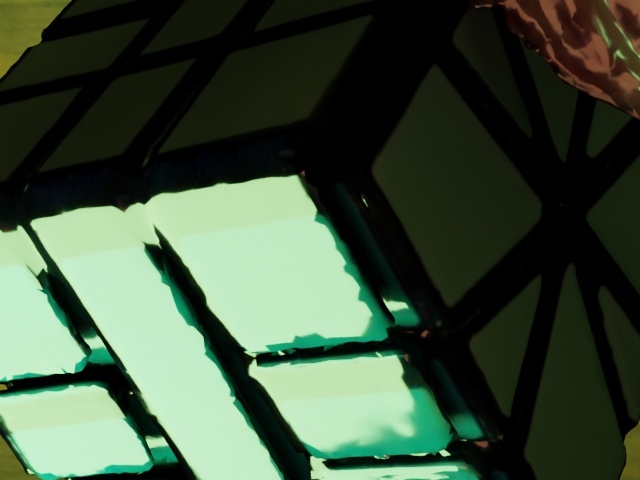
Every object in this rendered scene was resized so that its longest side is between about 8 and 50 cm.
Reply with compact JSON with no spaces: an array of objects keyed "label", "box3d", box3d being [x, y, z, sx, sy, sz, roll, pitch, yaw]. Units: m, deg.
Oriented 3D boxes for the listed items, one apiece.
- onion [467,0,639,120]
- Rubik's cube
[{"label":"onion","box3d":[0.188,-0.204,0.735,0.280,0.146,0.314,27,130,11]},{"label":"Rubik's cube","box3d":[0.000,0.000,0.920,0.283,0.293,0.288,-9,125,32]}]
